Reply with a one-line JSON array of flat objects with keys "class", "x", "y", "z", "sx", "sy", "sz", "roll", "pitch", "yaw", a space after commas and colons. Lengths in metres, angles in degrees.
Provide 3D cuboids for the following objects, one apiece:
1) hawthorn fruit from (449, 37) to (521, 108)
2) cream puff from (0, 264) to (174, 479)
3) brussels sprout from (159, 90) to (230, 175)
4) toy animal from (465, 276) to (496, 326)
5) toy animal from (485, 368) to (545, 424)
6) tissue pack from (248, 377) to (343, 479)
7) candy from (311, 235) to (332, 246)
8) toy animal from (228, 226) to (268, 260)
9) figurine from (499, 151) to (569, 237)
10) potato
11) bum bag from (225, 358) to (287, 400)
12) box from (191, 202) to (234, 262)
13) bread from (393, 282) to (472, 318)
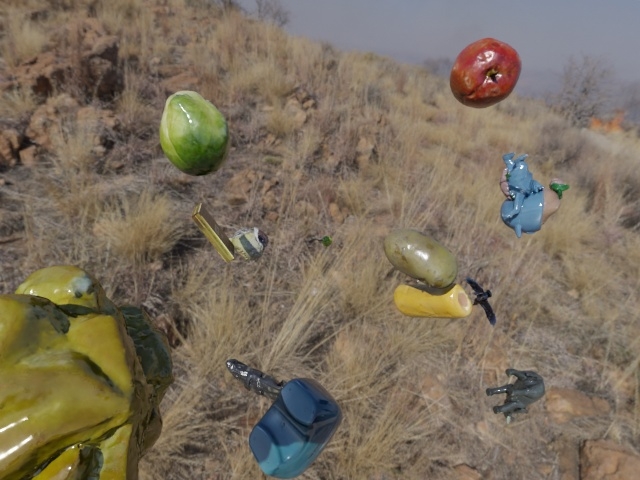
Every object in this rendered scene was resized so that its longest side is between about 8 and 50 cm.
[{"class": "hawthorn fruit", "x": 0.438, "y": -0.436, "z": 1.056, "sx": 0.179, "sy": 0.179, "sz": 0.200, "roll": 9, "pitch": 27, "yaw": 3}, {"class": "cream puff", "x": -0.284, "y": 0.203, "z": 0.464, "sx": 0.270, "sy": 0.323, "sz": 0.274, "roll": 19, "pitch": 8, "yaw": 24}, {"class": "brussels sprout", "x": -0.234, "y": -0.197, "z": 0.754, "sx": 0.118, "sy": 0.155, "sz": 0.155, "roll": -4, "pitch": 27, "yaw": -43}, {"class": "toy animal", "x": 0.631, "y": 0.229, "z": 1.570, "sx": 0.062, "sy": 0.108, "sz": 0.220, "roll": -22, "pitch": 59, "yaw": 1}, {"class": "toy animal", "x": 0.577, "y": 0.480, "z": 1.208, "sx": 0.137, "sy": 0.269, "sz": 0.082, "roll": 1, "pitch": 38, "yaw": -8}, {"class": "tissue pack", "x": -0.067, "y": 0.591, "z": 1.269, "sx": 0.198, "sy": 0.287, "sz": 0.206, "roll": 34, "pitch": -1, "yaw": 42}, {"class": "candy", "x": 0.000, "y": 0.000, "z": 1.319, "sx": 0.123, "sy": 0.035, "sz": 0.035, "roll": 6, "pitch": 57, "yaw": -61}, {"class": "toy animal", "x": -0.213, "y": -0.001, "z": 1.159, "sx": 0.137, "sy": 0.098, "sz": 0.098, "roll": 27, "pitch": 33, "yaw": 26}, {"class": "figurine", "x": 0.449, "y": -0.102, "z": 0.845, "sx": 0.145, "sy": 0.178, "sz": 0.114, "roll": -17, "pitch": 17, "yaw": 17}, {"class": "potato", "x": 0.329, "y": 0.056, "z": 1.325, "sx": 0.263, "sy": 0.164, "sz": 0.165, "roll": 32, "pitch": 33, "yaw": 14}, {"class": "bum bag", "x": -0.255, "y": 0.590, "z": 1.661, "sx": 0.341, "sy": 0.143, "sz": 0.095, "roll": 11, "pitch": 45, "yaw": 27}, {"class": "box", "x": -0.243, "y": -0.019, "z": 0.913, "sx": 0.023, "sy": 0.133, "sz": 0.090, "roll": -33, "pitch": 24, "yaw": 1}, {"class": "bread", "x": 0.400, "y": 0.227, "z": 1.475, "sx": 0.091, "sy": 0.141, "sz": 0.305, "roll": -40, "pitch": 16, "yaw": -33}]
